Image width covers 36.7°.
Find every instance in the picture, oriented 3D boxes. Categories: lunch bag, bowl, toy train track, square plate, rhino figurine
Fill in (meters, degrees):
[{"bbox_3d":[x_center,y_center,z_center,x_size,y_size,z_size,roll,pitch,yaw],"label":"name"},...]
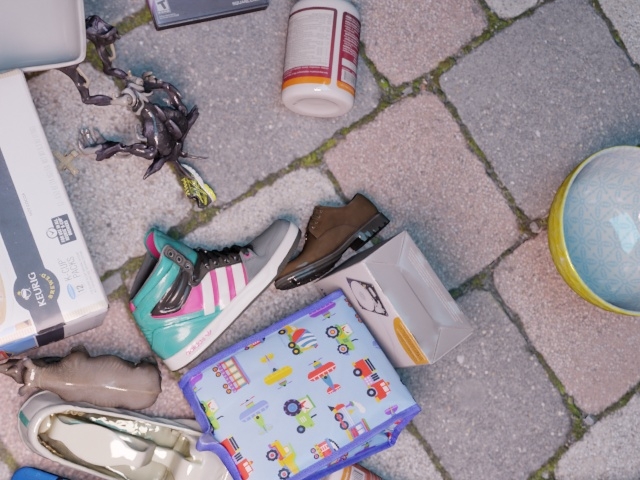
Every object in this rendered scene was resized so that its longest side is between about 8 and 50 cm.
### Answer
[{"bbox_3d":[-0.045,0.237,1.391,0.293,0.138,0.221,-21,63,-29],"label":"lunch bag"},{"bbox_3d":[0.498,-0.005,1.664,0.289,0.156,0.289,4,79,-18],"label":"bowl"},{"bbox_3d":[-0.400,-0.108,1.465,0.048,0.014,0.083,44,70,-5],"label":"toy train track"},{"bbox_3d":[-0.500,-0.355,1.376,0.347,0.049,0.344,-10,65,3],"label":"square plate"},{"bbox_3d":[-0.332,0.187,1.331,0.243,0.106,0.073,10,96,-24],"label":"rhino figurine"}]

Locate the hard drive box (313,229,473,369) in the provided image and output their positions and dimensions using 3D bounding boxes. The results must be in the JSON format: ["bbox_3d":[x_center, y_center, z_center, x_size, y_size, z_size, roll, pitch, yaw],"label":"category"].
[{"bbox_3d":[0.105,0.100,1.474,0.089,0.232,0.181,-34,91,-20],"label":"hard drive box"}]

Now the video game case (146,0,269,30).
[{"bbox_3d":[-0.218,-0.494,1.595,0.196,0.026,0.274,-16,86,-20],"label":"video game case"}]

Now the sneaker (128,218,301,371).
[{"bbox_3d":[-0.179,0.033,1.459,0.178,0.124,0.295,48,70,-14],"label":"sneaker"}]

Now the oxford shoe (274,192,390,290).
[{"bbox_3d":[0.000,0.000,1.547,0.227,0.083,0.096,-37,85,-30],"label":"oxford shoe"}]

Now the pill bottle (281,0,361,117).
[{"bbox_3d":[0.004,-0.323,1.583,0.121,0.121,0.221,9,77,-16],"label":"pill bottle"}]

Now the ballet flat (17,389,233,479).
[{"bbox_3d":[-0.235,0.311,1.373,0.400,0.139,0.139,19,74,-14],"label":"ballet flat"}]

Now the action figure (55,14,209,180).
[{"bbox_3d":[-0.291,-0.201,1.459,0.276,0.141,0.164,52,58,-31],"label":"action figure"}]

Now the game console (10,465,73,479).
[{"bbox_3d":[-0.322,0.485,1.324,0.173,0.250,0.293,34,68,-56],"label":"game console"}]

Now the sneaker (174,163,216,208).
[{"bbox_3d":[-0.202,-0.085,1.516,0.083,0.031,0.035,45,70,-5],"label":"sneaker"}]

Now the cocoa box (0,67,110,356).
[{"bbox_3d":[-0.457,-0.015,1.311,0.228,0.231,0.347,-20,86,-18],"label":"cocoa box"}]

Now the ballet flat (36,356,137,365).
[{"bbox_3d":[-0.337,0.199,1.407,0.173,0.049,0.057,4,79,-17],"label":"ballet flat"}]

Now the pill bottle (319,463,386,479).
[{"bbox_3d":[0.080,0.423,1.463,0.216,0.121,0.121,33,71,-10],"label":"pill bottle"}]
